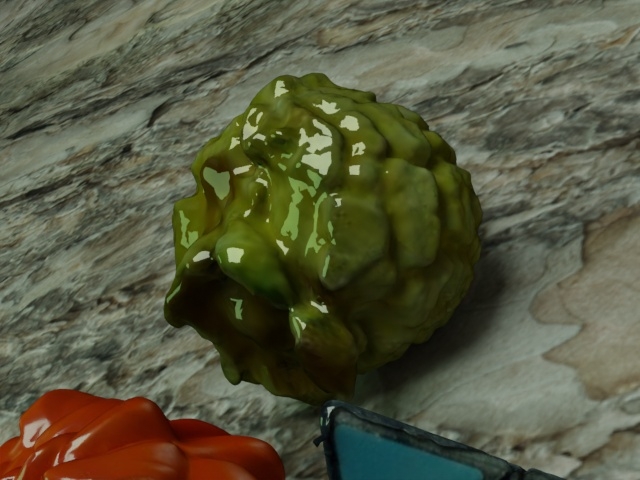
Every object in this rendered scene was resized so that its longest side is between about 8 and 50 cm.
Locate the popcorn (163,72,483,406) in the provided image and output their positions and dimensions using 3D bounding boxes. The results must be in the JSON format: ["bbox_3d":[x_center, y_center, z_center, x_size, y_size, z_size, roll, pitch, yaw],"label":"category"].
[{"bbox_3d":[0.000,0.000,1.093,0.258,0.224,0.270,-50,36,13],"label":"popcorn"}]

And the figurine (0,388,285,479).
[{"bbox_3d":[-0.148,0.300,0.850,0.306,0.241,0.411,-44,34,29],"label":"figurine"}]

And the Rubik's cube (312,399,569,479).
[{"bbox_3d":[0.109,0.206,0.750,0.233,0.229,0.228,-17,58,-35],"label":"Rubik's cube"}]
